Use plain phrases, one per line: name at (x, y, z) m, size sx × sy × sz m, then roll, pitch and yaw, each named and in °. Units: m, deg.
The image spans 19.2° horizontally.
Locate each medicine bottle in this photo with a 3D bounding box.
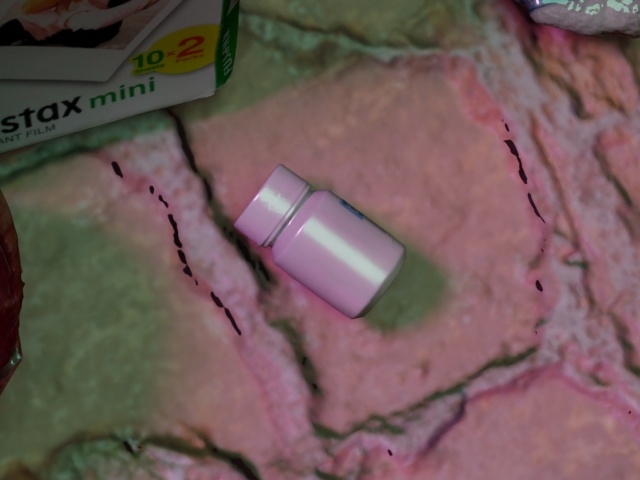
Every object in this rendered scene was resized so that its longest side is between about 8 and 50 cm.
medicine bottle at (0.000, 0.000, 1.050) m, size 0.089 × 0.052 × 0.052 m, roll 36°, pitch 74°, yaw -3°

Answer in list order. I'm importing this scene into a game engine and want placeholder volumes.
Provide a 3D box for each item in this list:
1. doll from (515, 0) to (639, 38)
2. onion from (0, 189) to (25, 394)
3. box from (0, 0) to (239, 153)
doll at (0.121, -0.201, 1.105) m, size 0.103 × 0.071 × 0.214 m, roll -35°, pitch 84°, yaw -17°
onion at (-0.257, 0.016, 0.950) m, size 0.230 × 0.163 × 0.230 m, roll -1°, pitch 110°, yaw -3°
box at (-0.133, -0.146, 0.953) m, size 0.180 × 0.250 × 0.103 m, roll -16°, pitch 67°, yaw -12°
